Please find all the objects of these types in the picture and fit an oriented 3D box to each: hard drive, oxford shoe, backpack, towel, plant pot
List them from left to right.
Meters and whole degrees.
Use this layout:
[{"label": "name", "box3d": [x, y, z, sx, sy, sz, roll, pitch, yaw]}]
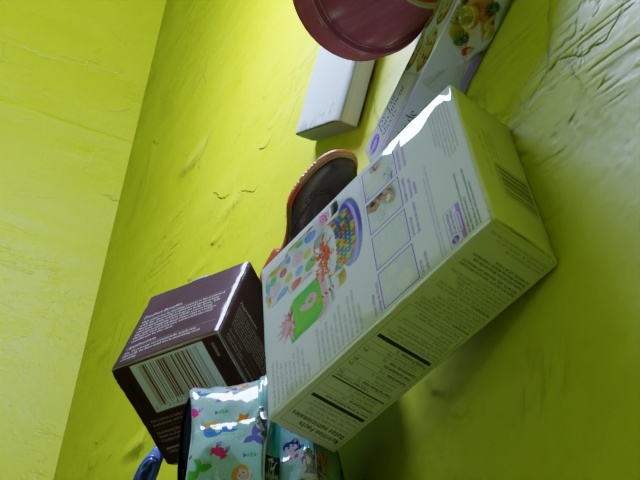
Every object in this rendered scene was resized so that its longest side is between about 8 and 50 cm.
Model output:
[{"label": "towel", "box3d": [-0.282, 0.384, 1.778, 0.336, 0.040, 0.243, -99, 33, -83]}, {"label": "backpack", "box3d": [-0.068, 0.277, 1.306, 0.253, 0.191, 0.225, -107, 3, -53]}, {"label": "oxford shoe", "box3d": [0.000, 0.000, 1.632, 0.098, 0.097, 0.271, 57, 136, 45]}, {"label": "hard drive", "box3d": [0.047, -0.316, 1.830, 0.203, 0.040, 0.307, 176, 111, -70]}, {"label": "plant pot", "box3d": [0.087, -0.346, 1.512, 0.180, 0.201, 0.201, -5, 69, 60]}]

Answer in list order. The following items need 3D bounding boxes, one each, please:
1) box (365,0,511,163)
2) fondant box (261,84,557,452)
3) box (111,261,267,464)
[{"label": "box", "box3d": [0.152, -0.222, 1.406, 0.067, 0.063, 0.324, -102, 35, -58]}, {"label": "fondant box", "box3d": [0.075, 0.029, 1.229, 0.330, 0.096, 0.238, -43, 30, 26]}, {"label": "box", "box3d": [-0.150, 0.165, 1.594, 0.169, 0.167, 0.203, -21, 21, 19]}]
